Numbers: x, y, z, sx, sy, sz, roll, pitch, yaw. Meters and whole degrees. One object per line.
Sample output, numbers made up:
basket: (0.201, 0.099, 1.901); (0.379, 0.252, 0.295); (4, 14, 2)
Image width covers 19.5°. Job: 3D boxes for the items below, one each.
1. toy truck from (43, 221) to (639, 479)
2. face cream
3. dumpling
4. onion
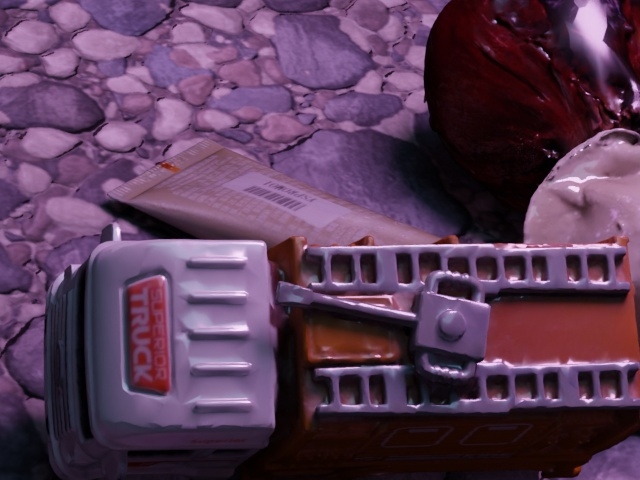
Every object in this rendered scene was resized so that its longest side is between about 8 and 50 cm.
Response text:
toy truck: (0.016, 0.077, 1.249); (0.387, 0.207, 0.173); (0, 76, -15)
face cream: (0.000, 0.000, 1.506); (0.341, 0.084, 0.137); (25, 36, 26)
dumpling: (0.244, 0.041, 1.446); (0.172, 0.142, 0.247); (-27, 89, -14)
onion: (0.228, -0.141, 1.632); (0.281, 0.221, 0.281); (4, 26, -2)
